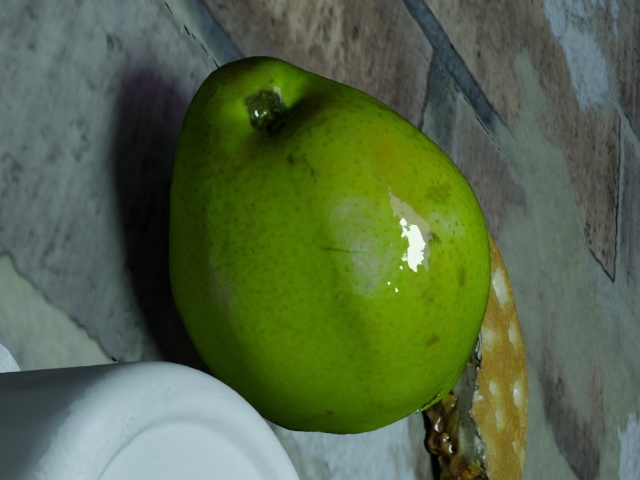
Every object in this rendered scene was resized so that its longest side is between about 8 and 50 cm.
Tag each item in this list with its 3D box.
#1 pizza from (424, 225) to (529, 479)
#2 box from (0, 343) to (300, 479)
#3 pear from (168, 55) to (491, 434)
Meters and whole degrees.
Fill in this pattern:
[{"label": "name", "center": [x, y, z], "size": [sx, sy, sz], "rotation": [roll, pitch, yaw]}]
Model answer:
[{"label": "pizza", "center": [0.117, 0.101, 1.180], "size": [0.127, 0.058, 0.246], "rotation": [-11, 91, -63]}, {"label": "box", "center": [-0.114, 0.136, 0.595], "size": [0.262, 0.206, 0.291], "rotation": [65, 34, -25]}, {"label": "pear", "center": [0.000, 0.000, 0.871], "size": [0.187, 0.187, 0.219], "rotation": [-50, 130, -55]}]
